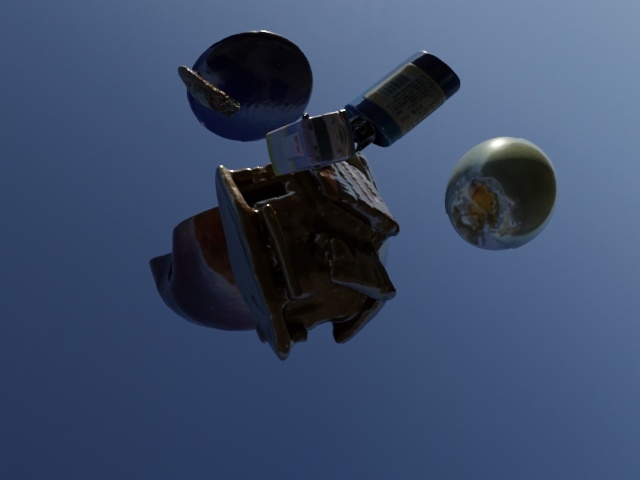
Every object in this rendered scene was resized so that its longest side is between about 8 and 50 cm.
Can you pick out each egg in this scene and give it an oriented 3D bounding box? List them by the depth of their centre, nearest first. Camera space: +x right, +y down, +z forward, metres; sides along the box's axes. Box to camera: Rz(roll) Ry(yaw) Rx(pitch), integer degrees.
[{"bbox_3d":[0.310,-0.082,1.515,0.217,0.183,0.183,-27,-89,-48],"label":"egg"}]

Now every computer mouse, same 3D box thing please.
[{"bbox_3d":[0.088,-0.057,1.802,0.158,0.072,0.310,-34,-68,-71],"label":"computer mouse"}]

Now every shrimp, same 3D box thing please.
[{"bbox_3d":[-0.209,-0.271,1.680,0.043,0.184,0.091,-46,-34,-11],"label":"shrimp"}]

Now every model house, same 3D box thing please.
[{"bbox_3d":[-0.002,0.001,1.166,0.229,0.219,0.199,-22,-136,-18],"label":"model house"}]

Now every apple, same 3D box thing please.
[{"bbox_3d":[-0.121,0.024,1.641,0.365,0.329,0.295,-11,-66,-35],"label":"apple"}]

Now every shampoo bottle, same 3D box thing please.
[{"bbox_3d":[0.101,-0.184,1.224,0.183,0.050,0.087,-40,-114,-23],"label":"shampoo bottle"}]

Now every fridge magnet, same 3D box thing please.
[{"bbox_3d":[-0.145,-0.322,1.881,0.266,0.265,0.112,24,-148,-36],"label":"fridge magnet"}]

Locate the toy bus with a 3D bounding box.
[{"bbox_3d":[-0.012,-0.093,0.872,0.058,0.102,0.052,-15,-86,-23],"label":"toy bus"}]
